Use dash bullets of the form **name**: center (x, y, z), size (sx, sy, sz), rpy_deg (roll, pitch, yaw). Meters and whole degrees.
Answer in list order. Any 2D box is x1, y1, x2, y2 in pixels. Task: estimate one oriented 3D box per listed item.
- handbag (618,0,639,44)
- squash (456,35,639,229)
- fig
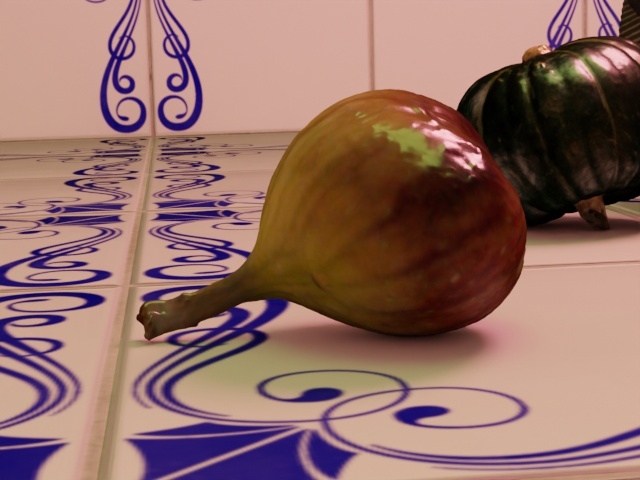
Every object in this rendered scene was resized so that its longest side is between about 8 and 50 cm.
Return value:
- **handbag**: center (0.472, -0.182, 1.328), size (0.247, 0.240, 0.340), rpy_deg (-6, -6, -29)
- **squash**: center (0.230, -0.099, 1.232), size (0.218, 0.172, 0.218), rpy_deg (-15, 16, 5)
- **fig**: center (0.005, -0.015, 0.771), size (0.230, 0.143, 0.160), rpy_deg (0, 26, 0)
